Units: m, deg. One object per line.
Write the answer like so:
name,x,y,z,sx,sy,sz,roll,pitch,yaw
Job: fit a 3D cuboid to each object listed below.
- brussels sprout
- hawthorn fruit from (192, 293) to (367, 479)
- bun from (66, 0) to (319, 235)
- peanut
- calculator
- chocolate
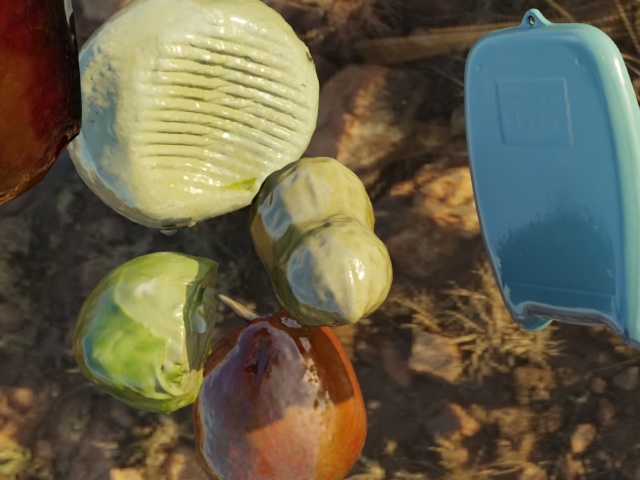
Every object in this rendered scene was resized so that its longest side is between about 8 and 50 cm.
brussels sprout,-0.158,0.077,1.152,0.122,0.152,0.149,10,59,0
hawthorn fruit,-0.058,0.177,1.497,0.210,0.210,0.262,5,123,33
bun,-0.142,-0.141,1.295,0.160,0.259,0.259,39,108,52
peanut,0.000,0.000,1.096,0.120,0.110,0.236,-56,20,12
calculator,0.263,-0.065,1.435,0.256,0.054,0.387,6,111,52
chocolate,-0.192,-0.087,0.561,0.176,0.176,0.177,-3,85,33
